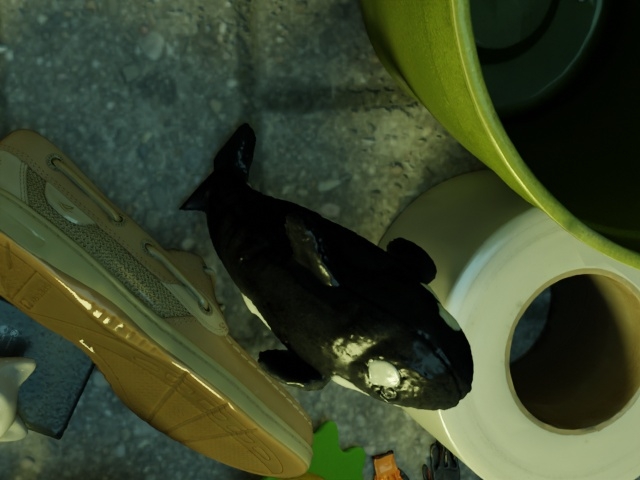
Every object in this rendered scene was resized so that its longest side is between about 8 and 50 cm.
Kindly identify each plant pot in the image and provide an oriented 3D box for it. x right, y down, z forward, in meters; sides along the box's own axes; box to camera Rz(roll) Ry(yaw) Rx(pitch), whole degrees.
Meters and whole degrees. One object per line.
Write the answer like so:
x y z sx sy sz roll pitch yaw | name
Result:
0.189 -0.186 0.823 0.366 0.353 0.367 -3 101 -17 | plant pot

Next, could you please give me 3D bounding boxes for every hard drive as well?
-0.246 0.090 0.914 0.135 0.022 0.094 24 92 -20 | hard drive

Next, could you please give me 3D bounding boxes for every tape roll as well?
0.173 0.071 0.964 0.246 0.169 0.246 -3 101 -17 | tape roll

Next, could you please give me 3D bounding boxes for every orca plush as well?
0.000 0.000 0.837 0.151 0.287 0.102 -23 141 -13 | orca plush

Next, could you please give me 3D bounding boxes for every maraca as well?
-0.020 0.241 0.977 0.127 0.099 0.186 47 60 -32 | maraca

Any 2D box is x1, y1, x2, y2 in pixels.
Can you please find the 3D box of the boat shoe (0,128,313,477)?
-0.123 0.052 0.890 0.341 0.121 0.110 43 54 -17 | boat shoe

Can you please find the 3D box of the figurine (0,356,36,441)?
-0.324 0.168 0.864 0.209 0.092 0.215 8 110 -27 | figurine

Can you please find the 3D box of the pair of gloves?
0.087 0.217 1.048 0.083 0.010 0.074 -11 103 -16 | pair of gloves
